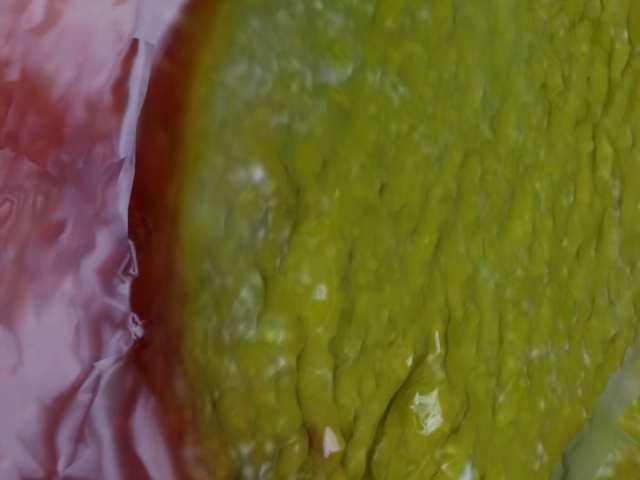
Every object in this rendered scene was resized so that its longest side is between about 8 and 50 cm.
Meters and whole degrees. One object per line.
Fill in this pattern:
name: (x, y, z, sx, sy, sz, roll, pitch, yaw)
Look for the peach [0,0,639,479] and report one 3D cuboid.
peach: (-0.006, -0.010, 0.592, 0.310, 0.335, 0.406, -12, 49, 50)
